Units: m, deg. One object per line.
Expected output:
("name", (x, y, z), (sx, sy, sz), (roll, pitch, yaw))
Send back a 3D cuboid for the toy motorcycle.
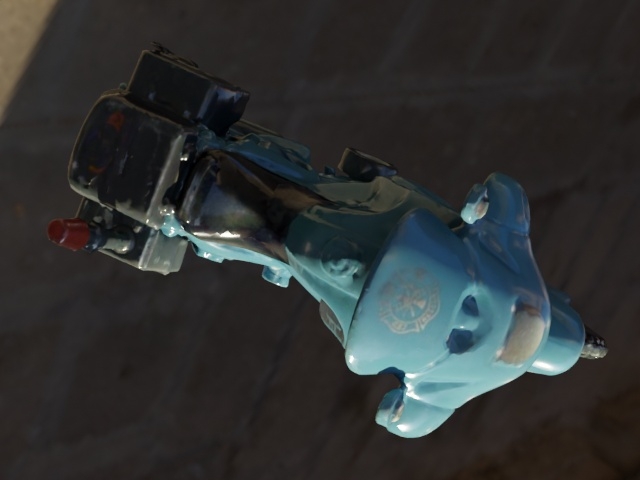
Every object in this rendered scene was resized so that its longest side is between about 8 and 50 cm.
("toy motorcycle", (0.000, 0.000, 0.820), (0.123, 0.272, 0.182), (-68, 165, 6))
